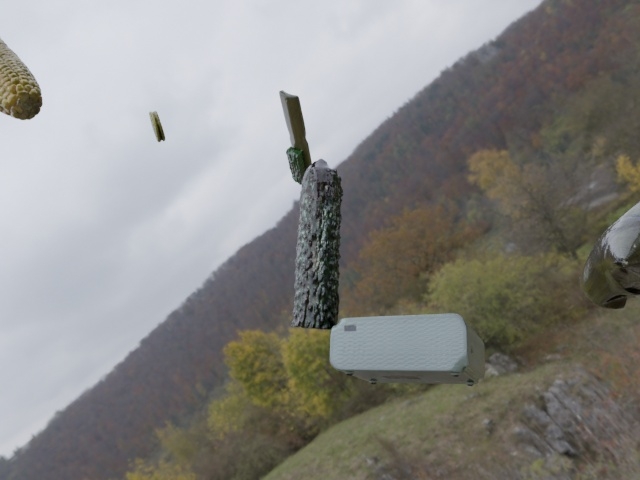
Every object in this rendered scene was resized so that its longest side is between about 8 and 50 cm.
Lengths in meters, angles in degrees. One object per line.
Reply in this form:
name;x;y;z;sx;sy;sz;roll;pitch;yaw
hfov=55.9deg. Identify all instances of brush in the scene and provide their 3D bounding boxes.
brush;-0.061;-0.236;1.442;0.048;0.054;0.282;-50;-28;-27

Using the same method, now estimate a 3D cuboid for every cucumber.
cucumber;0.000;0.000;1.214;0.096;0.096;0.359;90;-176;-78

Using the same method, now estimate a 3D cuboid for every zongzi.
zongzi;0.468;0.057;0.953;0.242;0.112;0.221;-32;-28;-39

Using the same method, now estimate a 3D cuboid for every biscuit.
biscuit;-0.438;-0.306;1.615;0.023;0.084;0.084;-17;-10;-15

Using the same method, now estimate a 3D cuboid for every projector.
projector;0.168;0.213;1.132;0.251;0.108;0.198;-6;-21;21

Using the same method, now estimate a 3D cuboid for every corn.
corn;-0.560;-0.294;1.029;0.101;0.292;0.101;-34;-30;-23
